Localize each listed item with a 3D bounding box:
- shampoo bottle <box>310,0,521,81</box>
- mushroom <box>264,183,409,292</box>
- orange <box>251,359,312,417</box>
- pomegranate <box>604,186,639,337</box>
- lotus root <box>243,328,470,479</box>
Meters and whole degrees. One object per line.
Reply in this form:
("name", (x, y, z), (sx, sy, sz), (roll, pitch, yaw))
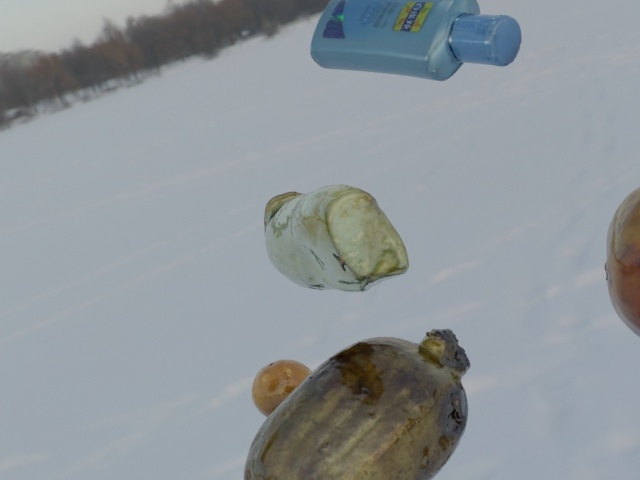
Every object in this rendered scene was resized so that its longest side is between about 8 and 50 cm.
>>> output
("shampoo bottle", (0.103, -0.225, 1.147), (0.258, 0.061, 0.104), (16, 73, 45))
("mushroom", (0.000, 0.000, 0.990), (0.081, 0.100, 0.312), (-38, 8, -9))
("orange", (-0.044, 0.184, 1.299), (0.083, 0.070, 0.083), (-18, -31, -12))
("pomegranate", (0.541, 0.034, 1.491), (0.270, 0.252, 0.229), (1, 44, 10))
("lotus root", (0.043, 0.170, 0.953), (0.260, 0.145, 0.128), (-40, -14, -24))
